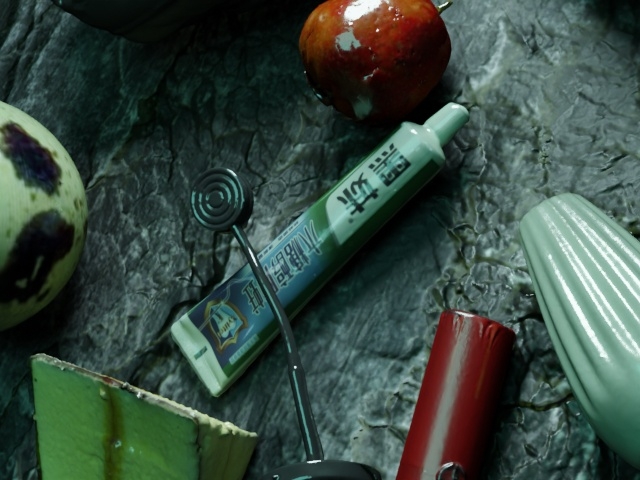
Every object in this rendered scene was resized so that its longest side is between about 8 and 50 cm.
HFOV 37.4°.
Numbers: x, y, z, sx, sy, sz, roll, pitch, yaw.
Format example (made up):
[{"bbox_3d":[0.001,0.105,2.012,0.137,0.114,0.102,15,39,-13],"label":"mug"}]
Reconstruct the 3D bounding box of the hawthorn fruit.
[{"bbox_3d":[0.065,-0.200,0.972,0.172,0.148,0.148,-39,55,1],"label":"hawthorn fruit"}]

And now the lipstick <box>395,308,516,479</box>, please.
[{"bbox_3d":[0.102,0.198,0.818,0.073,0.073,0.279,9,74,32],"label":"lipstick"}]

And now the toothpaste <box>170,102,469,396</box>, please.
[{"bbox_3d":[0.000,0.000,0.966,0.392,0.061,0.099,-43,63,10],"label":"toothpaste"}]

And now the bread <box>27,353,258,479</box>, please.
[{"bbox_3d":[-0.205,0.232,0.937,0.240,0.135,0.178,14,77,31],"label":"bread"}]

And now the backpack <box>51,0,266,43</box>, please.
[{"bbox_3d":[-0.142,-0.417,1.121,0.446,0.255,0.363,-28,52,20],"label":"backpack"}]

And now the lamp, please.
[{"bbox_3d":[-0.053,0.083,0.887,0.130,0.108,0.371,-25,72,26],"label":"lamp"}]

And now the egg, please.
[{"bbox_3d":[-0.443,-0.028,1.091,0.379,0.287,0.287,2,71,25],"label":"egg"}]

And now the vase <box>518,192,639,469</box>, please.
[{"bbox_3d":[0.242,0.062,0.772,0.128,0.128,0.248,-34,47,13],"label":"vase"}]
